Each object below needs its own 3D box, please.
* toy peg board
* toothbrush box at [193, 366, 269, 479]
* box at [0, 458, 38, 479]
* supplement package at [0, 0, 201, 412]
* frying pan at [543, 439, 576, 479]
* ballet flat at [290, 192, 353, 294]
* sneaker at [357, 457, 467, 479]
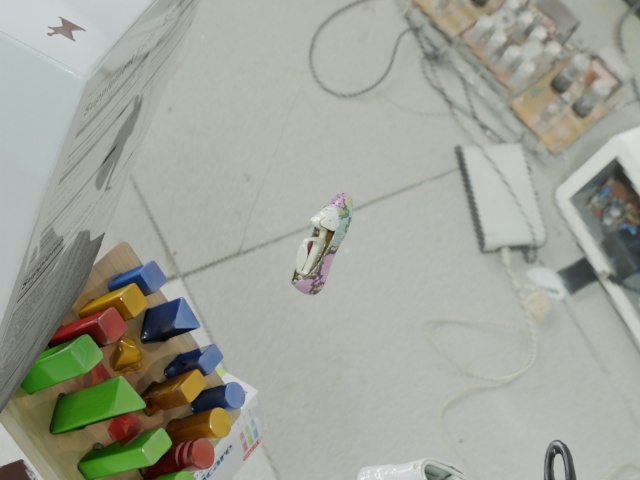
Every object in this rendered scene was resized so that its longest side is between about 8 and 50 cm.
[{"bbox_3d":[-0.116,0.097,0.693,0.161,0.079,0.161,58,39,-14],"label":"toy peg board"},{"bbox_3d":[-0.250,0.257,1.490,0.283,0.122,0.206,24,56,27],"label":"toothbrush box"},{"bbox_3d":[-0.411,0.406,1.245,0.167,0.203,0.168,-16,55,-42],"label":"box"},{"bbox_3d":[-0.197,-0.058,0.490,0.199,0.263,0.198,27,35,-4],"label":"supplement package"},{"bbox_3d":[0.214,0.312,0.793,0.053,0.197,0.326,42,61,-43],"label":"frying pan"},{"bbox_3d":[0.000,0.000,2.072,0.079,0.077,0.222,26,84,-45],"label":"ballet flat"},{"bbox_3d":[0.214,0.490,1.841,0.292,0.169,0.108,45,42,-29],"label":"sneaker"}]
